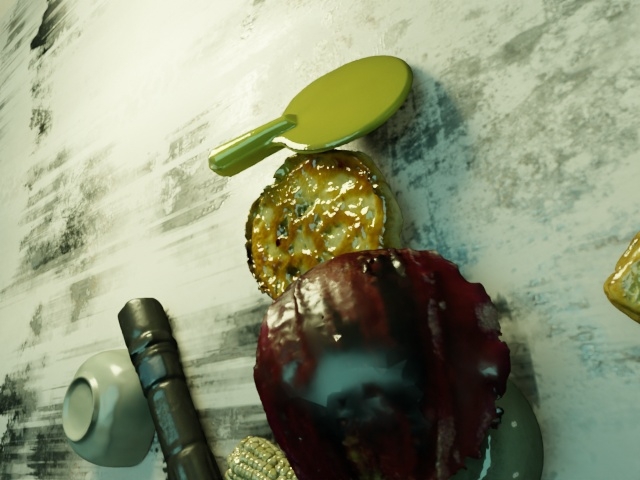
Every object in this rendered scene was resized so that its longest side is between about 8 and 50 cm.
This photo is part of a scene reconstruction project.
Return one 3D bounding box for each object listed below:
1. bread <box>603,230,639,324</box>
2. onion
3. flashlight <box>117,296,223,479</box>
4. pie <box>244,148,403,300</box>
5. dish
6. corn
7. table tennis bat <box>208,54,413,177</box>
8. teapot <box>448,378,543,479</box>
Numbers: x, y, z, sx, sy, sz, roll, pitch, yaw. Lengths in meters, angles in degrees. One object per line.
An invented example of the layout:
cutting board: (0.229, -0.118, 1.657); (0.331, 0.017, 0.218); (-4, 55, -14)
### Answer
bread: (0.382, -0.002, 0.495); (0.114, 0.083, 0.211); (38, 103, 33)
onion: (0.044, 0.111, 0.556); (0.280, 0.146, 0.314); (-34, 42, 27)
flashlight: (-0.290, 0.294, 0.960); (0.103, 0.103, 0.424); (-46, 56, 20)
pie: (0.000, 0.000, 0.805); (0.315, 0.092, 0.315); (-9, 77, 40)
dish: (-0.456, 0.349, 1.057); (0.256, 0.117, 0.256); (-11, 71, 36)
corn: (-0.054, 0.371, 0.755); (0.210, 0.087, 0.087); (16, 88, 35)
table tennis bat: (-0.022, -0.195, 0.824); (0.368, 0.054, 0.224); (-23, 41, 13)
teapot: (0.159, 0.232, 0.587); (0.193, 0.129, 0.294); (-24, 62, 32)
